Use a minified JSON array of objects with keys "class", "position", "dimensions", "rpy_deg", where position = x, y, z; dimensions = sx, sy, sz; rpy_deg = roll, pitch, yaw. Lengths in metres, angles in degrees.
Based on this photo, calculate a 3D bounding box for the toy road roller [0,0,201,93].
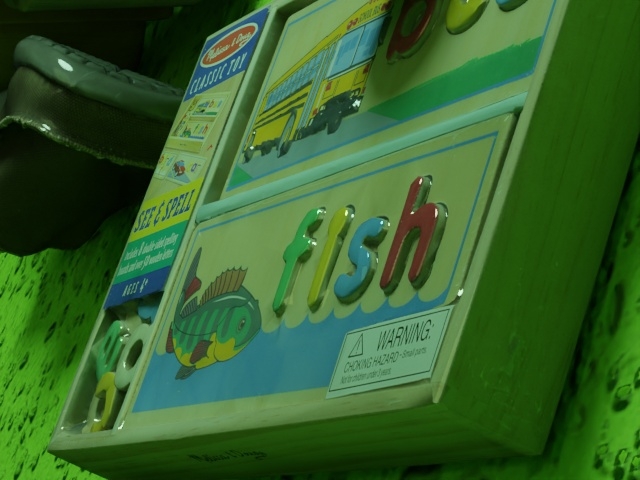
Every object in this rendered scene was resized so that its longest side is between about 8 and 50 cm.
[{"class":"toy road roller","position":[-0.193,-0.201,1.351],"dimensions":[0.329,0.203,0.240],"rpy_deg":[-134,44,-57]}]

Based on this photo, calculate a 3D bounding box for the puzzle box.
[{"class":"puzzle box","position":[0.008,-0.022,0.853],"dimensions":[0.409,0.052,0.272],"rpy_deg":[-18,49,59]}]

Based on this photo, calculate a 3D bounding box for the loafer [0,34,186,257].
[{"class":"loafer","position":[-0.175,-0.046,1.253],"dimensions":[0.366,0.134,0.130],"rpy_deg":[159,129,-74]}]
